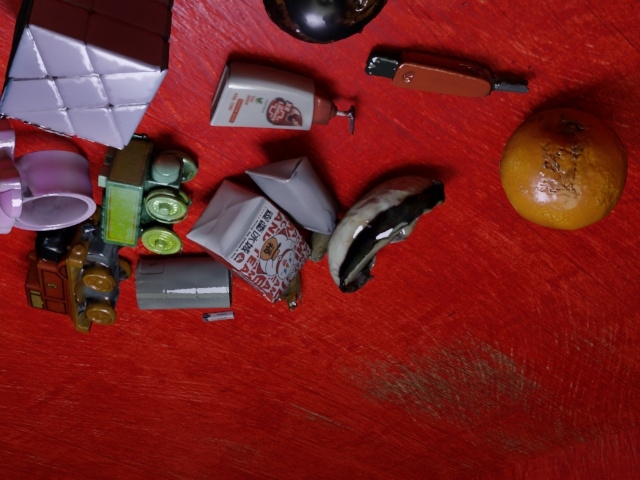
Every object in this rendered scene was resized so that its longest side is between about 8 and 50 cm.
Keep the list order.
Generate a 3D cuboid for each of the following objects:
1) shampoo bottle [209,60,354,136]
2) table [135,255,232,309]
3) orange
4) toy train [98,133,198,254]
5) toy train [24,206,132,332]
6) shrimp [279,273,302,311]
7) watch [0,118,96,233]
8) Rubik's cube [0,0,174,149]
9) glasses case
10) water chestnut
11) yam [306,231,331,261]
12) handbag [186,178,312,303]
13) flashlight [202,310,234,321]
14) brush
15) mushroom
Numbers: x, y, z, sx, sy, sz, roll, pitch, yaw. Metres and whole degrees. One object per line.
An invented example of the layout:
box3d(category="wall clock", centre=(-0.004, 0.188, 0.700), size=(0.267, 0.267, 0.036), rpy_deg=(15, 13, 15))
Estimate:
box3d(category="shampoo bottle", centre=(-0.059, -0.257, 1.775), size=(0.284, 0.071, 0.153), rpy_deg=(10, 145, -14))
box3d(category="table", centre=(-0.325, 0.103, 2.226), size=(0.220, 0.126, 0.126), rpy_deg=(-2, 145, -1))
box3d(category="orange", centre=(0.478, -0.140, 1.826), size=(0.246, 0.246, 0.246), rpy_deg=(-2, 145, -1))
box3d(category="toy train", centre=(-0.363, -0.088, 1.931), size=(0.188, 0.159, 0.271), rpy_deg=(11, 143, -8))
box3d(category="toy train", centre=(-0.567, 0.074, 2.152), size=(0.232, 0.163, 0.369), rpy_deg=(10, 144, -4))
box3d(category="shrimp", centre=(-0.123, 0.093, 2.280), size=(0.152, 0.062, 0.287), rpy_deg=(-4, 142, 7))
box3d(category="watch", centre=(-0.567, -0.121, 1.873), size=(0.218, 0.210, 0.248), rpy_deg=(-3, 157, -31))
box3d(category="Rubik's cube", centre=(-0.385, -0.322, 1.530), size=(0.222, 0.224, 0.231), rpy_deg=(16, 141, -23))
box3d(category="glasses case", centre=(-0.052, -0.106, 1.973), size=(0.128, 0.083, 0.308), rpy_deg=(7, 162, 19))
box3d(category="water chestnut", centre=(0.003, -0.425, 1.453), size=(0.224, 0.238, 0.223), rpy_deg=(-5, 107, -16))
box3d(category="yam", centre=(0.000, 0.000, 2.164), size=(0.054, 0.054, 0.132), rpy_deg=(9, 143, -16))
box3d(category="handbag", centre=(-0.129, 0.014, 2.042), size=(0.151, 0.171, 0.298), rpy_deg=(25, 168, 44))
box3d(category="flashlight", centre=(-0.272, 0.201, 2.463), size=(0.083, 0.018, 0.018), rpy_deg=(-7, 144, 6))
box3d(category="brush", centre=(0.243, -0.308, 1.738), size=(0.324, 0.051, 0.070), rpy_deg=(5, 142, -11))
box3d(category="mushroom", centre=(0.127, -0.027, 2.050), size=(0.247, 0.130, 0.344), rpy_deg=(-33, 167, -42))
